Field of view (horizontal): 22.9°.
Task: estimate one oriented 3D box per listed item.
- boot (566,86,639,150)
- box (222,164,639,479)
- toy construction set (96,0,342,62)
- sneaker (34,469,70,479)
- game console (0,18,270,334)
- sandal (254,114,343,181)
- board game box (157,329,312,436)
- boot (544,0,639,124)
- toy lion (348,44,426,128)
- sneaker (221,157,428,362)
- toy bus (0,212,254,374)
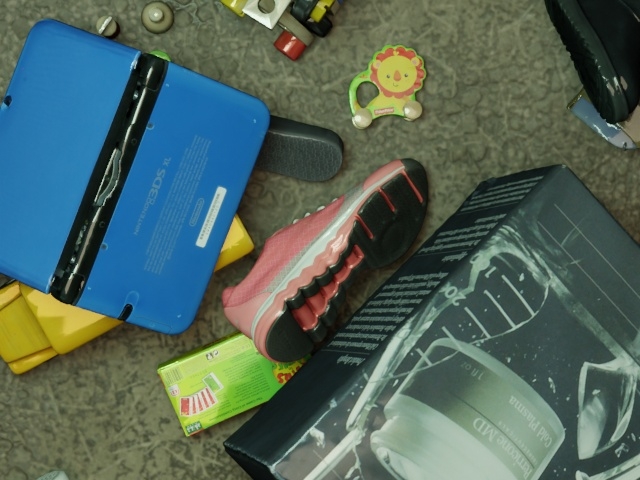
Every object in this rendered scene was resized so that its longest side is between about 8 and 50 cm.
[{"bbox_3d":[0.410,-0.135,1.960,0.106,0.082,0.219,-44,87,11],"label":"boot"},{"bbox_3d":[0.231,0.247,1.825,0.472,0.297,0.480,-45,97,-10],"label":"box"},{"bbox_3d":[-0.117,-0.304,1.819,0.309,0.237,0.257,-30,97,0],"label":"toy construction set"},{"bbox_3d":[-0.390,0.408,1.938,0.256,0.094,0.151,-29,100,0],"label":"sneaker"},{"bbox_3d":[-0.238,-0.072,1.811,0.250,0.173,0.293,20,92,-34],"label":"game console"},{"bbox_3d":[-0.096,-0.136,1.925,0.255,0.054,0.097,19,133,-15],"label":"sandal"},{"bbox_3d":[-0.101,0.162,1.960,0.181,0.043,0.092,-23,97,-1],"label":"board game box"},{"bbox_3d":[0.397,-0.260,1.879,0.207,0.246,0.094,-16,137,0],"label":"boot"},{"bbox_3d":[0.082,-0.192,1.949,0.100,0.034,0.096,-10,89,-3],"label":"toy lion"},{"bbox_3d":[0.000,0.000,1.919,0.314,0.136,0.116,-46,138,-17],"label":"sneaker"},{"bbox_3d":[-0.247,0.043,1.895,0.333,0.130,0.108,-29,96,-1],"label":"toy bus"}]
